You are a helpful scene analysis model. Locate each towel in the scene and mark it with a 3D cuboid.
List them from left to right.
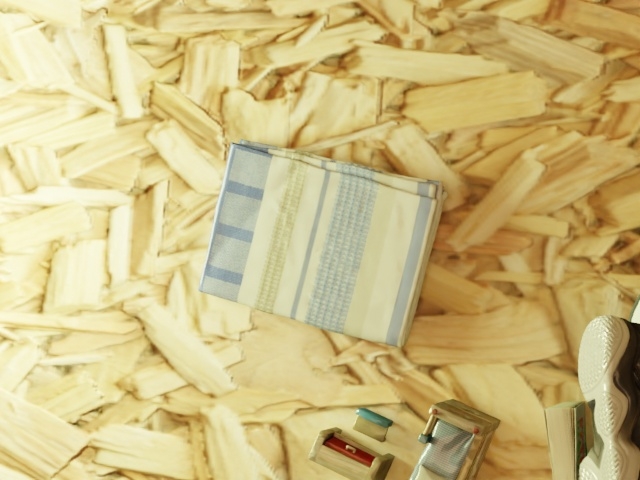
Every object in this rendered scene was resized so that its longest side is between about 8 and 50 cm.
[{"bbox_3d":[0.000,0.000,1.826,0.285,0.034,0.209,14,93,18],"label":"towel"}]

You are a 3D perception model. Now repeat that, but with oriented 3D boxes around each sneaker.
[{"bbox_3d":[0.361,0.213,1.584,0.153,0.101,0.269,1,83,-14],"label":"sneaker"}]

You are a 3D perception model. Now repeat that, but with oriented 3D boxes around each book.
[{"bbox_3d":[0.280,0.233,1.674,0.035,0.144,0.096,-4,86,16],"label":"book"}]

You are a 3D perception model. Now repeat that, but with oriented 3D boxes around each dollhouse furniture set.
[{"bbox_3d":[0.092,0.235,1.735,0.183,0.129,0.129,23,93,16],"label":"dollhouse furniture set"}]

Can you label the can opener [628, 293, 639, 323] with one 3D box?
[{"bbox_3d":[0.379,0.191,1.698,0.093,0.074,0.280,15,89,51],"label":"can opener"}]
